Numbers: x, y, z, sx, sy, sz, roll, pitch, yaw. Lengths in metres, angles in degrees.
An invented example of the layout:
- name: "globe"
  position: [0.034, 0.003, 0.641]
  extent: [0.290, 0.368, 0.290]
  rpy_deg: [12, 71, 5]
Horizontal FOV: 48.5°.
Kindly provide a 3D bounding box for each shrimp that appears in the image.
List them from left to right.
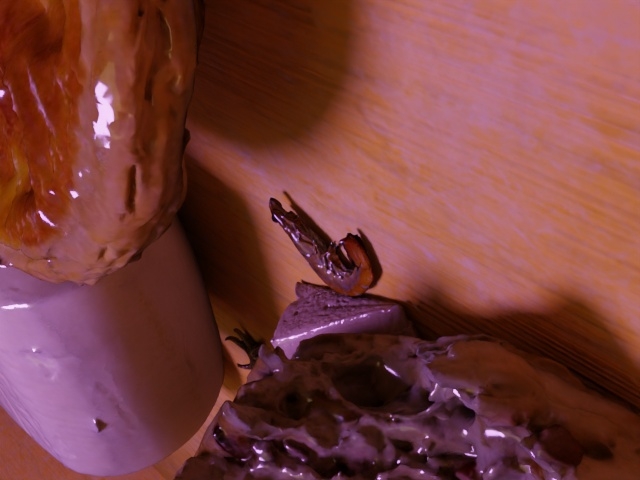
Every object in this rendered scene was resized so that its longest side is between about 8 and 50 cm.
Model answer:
- name: "shrimp"
  position: [0.000, 0.000, 0.661]
  extent: [0.127, 0.025, 0.091]
  rpy_deg: [44, 152, 3]

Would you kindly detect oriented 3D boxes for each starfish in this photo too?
- name: "starfish"
  position: [-0.102, 0.157, 1.000]
  extent: [0.091, 0.028, 0.078]
  rpy_deg: [28, 139, 41]

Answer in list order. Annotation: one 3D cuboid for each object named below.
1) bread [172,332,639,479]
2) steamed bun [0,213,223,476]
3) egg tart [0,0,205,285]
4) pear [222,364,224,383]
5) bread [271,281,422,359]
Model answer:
- name: "bread"
  position: [0.051, 0.183, 0.586]
  extent: [0.314, 0.192, 0.370]
  rpy_deg: [23, 136, -7]
- name: "steamed bun"
  position: [-0.315, 0.034, 0.893]
  extent: [0.455, 0.290, 0.372]
  rpy_deg: [27, 140, 36]
- name: "egg tart"
  position: [-0.223, -0.181, 0.556]
  extent: [0.443, 0.178, 0.444]
  rpy_deg: [23, 127, 34]
- name: "pear"
  position: [-0.260, 0.209, 1.130]
  extent: [0.200, 0.200, 0.200]
  rpy_deg: [36, 149, 26]
- name: "bread"
  position: [0.036, 0.084, 0.714]
  extent: [0.152, 0.105, 0.077]
  rpy_deg: [-16, 115, 26]
